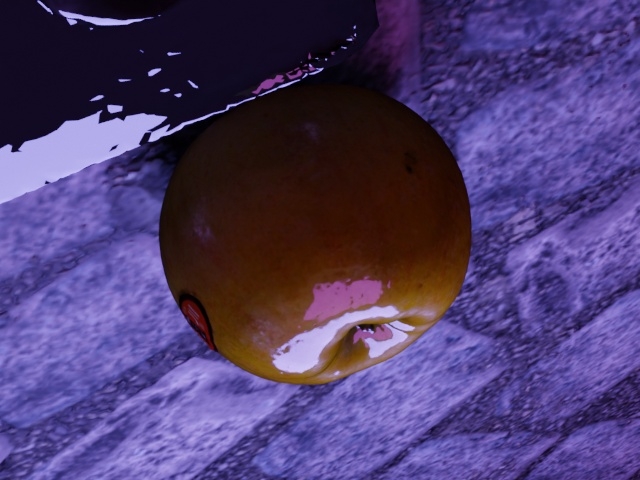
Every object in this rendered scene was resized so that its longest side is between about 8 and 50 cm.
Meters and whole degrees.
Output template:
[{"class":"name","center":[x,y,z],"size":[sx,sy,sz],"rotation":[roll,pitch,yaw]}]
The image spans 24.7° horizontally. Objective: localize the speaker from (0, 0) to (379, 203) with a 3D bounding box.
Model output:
[{"class":"speaker","center":[-0.145,-0.134,0.435],"size":[0.254,0.232,0.184],"rotation":[-25,148,-7]}]

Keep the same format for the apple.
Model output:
[{"class":"apple","center":[0.000,0.000,0.823],"size":[0.182,0.155,0.182],"rotation":[-21,146,-15]}]
